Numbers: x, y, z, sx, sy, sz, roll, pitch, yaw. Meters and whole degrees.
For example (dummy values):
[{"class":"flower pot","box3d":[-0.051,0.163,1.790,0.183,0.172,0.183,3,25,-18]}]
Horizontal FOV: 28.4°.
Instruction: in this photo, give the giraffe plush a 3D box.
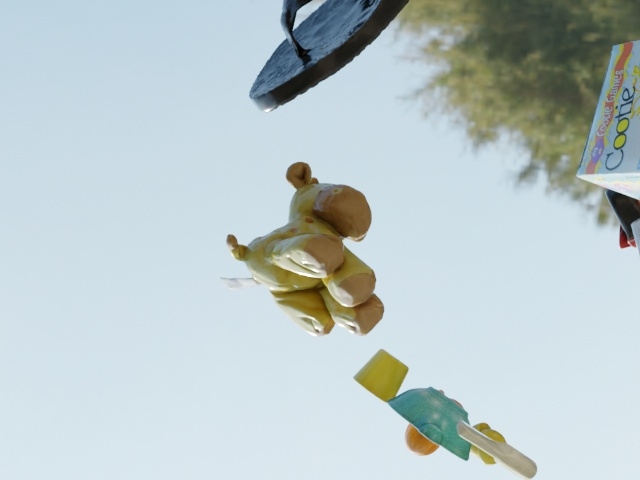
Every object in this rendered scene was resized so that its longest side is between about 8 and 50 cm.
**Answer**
[{"class":"giraffe plush","box3d":[0.000,0.000,1.555,0.170,0.210,0.181,-58,-36,-32]}]

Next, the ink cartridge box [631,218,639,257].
[{"class":"ink cartridge box","box3d":[0.436,0.085,1.366,0.206,0.045,0.208,13,-121,-37]}]

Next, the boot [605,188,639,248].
[{"class":"boot","box3d":[0.494,-0.007,1.651,0.176,0.244,0.088,-42,-5,17]}]

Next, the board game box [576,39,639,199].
[{"class":"board game box","box3d":[0.418,-0.087,1.238,0.275,0.142,0.144,17,-94,-18]}]

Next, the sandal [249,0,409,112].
[{"class":"sandal","box3d":[0.059,-0.326,1.431,0.446,0.167,0.107,-47,-68,-8]}]

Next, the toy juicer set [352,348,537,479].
[{"class":"toy juicer set","box3d":[0.178,0.271,1.725,0.209,0.329,0.089,36,-91,-23]}]
